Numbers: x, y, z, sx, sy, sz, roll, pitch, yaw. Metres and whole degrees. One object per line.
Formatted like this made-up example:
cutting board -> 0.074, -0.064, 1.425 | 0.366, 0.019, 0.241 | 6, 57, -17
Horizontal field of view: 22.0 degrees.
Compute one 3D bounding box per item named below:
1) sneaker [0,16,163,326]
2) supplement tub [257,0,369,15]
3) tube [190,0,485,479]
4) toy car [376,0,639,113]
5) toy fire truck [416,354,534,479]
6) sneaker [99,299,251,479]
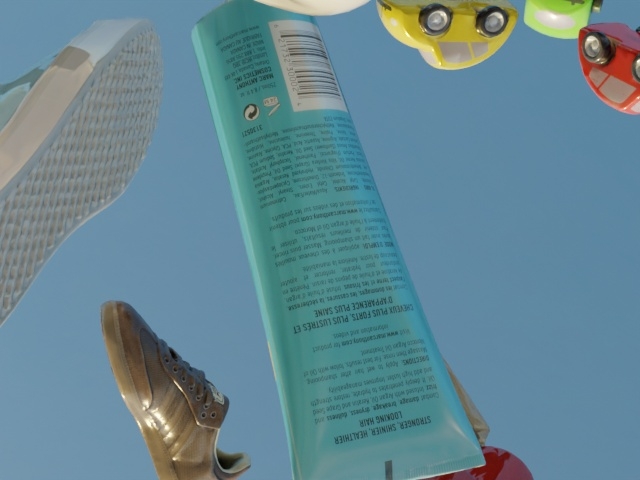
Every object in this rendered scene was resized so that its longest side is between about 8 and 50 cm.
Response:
sneaker -> -0.236, -0.067, 1.165 | 0.150, 0.366, 0.135 | 15, -54, 16
supplement tub -> -0.031, -0.249, 0.493 | 0.228, 0.228, 0.316 | 23, -85, 24
tube -> 0.000, 0.000, 0.663 | 0.080, 0.052, 0.207 | -12, -108, -17
toy car -> 0.169, -0.155, 1.184 | 0.239, 0.225, 0.053 | 15, -64, 10
toy fire truck -> 0.029, 0.173, 0.901 | 0.158, 0.246, 0.217 | 44, -59, 5
sneaker -> -0.109, 0.113, 1.231 | 0.071, 0.188, 0.066 | -20, -146, -3
